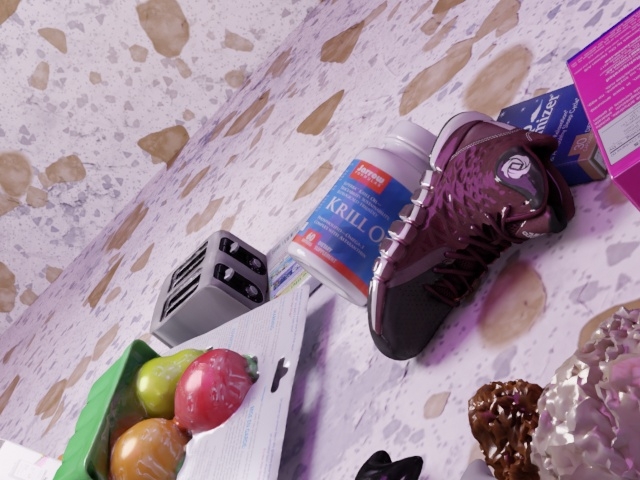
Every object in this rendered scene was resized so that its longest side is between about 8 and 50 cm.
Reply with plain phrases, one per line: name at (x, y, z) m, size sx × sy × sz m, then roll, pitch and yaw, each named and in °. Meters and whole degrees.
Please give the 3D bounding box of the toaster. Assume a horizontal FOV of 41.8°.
toaster at (-0.177, 0.095, 1.338) m, size 0.185 × 0.110 × 0.168 m, roll -40°, pitch 23°, yaw 23°

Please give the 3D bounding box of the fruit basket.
fruit basket at (-0.165, 0.236, 1.089) m, size 0.353 × 0.165 × 0.327 m, roll -22°, pitch 32°, yaw 22°

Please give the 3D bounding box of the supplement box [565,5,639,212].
supplement box at (0.305, -0.106, 0.727) m, size 0.114 × 0.111 × 0.220 m, roll -37°, pitch 26°, yaw 29°

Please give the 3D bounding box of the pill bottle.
pill bottle at (0.069, -0.039, 1.056) m, size 0.221 × 0.124 × 0.124 m, roll -54°, pitch 22°, yaw -8°

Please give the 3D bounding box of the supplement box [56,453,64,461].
supplement box at (-0.423, 0.450, 1.288) m, size 0.078 × 0.080 × 0.233 m, roll -17°, pitch 37°, yaw 55°

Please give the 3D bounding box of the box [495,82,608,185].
box at (0.245, -0.110, 0.955) m, size 0.225 × 0.036 × 0.136 m, roll -15°, pitch 41°, yaw 57°

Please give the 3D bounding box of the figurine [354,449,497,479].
figurine at (0.063, 0.258, 0.654) m, size 0.215 × 0.092 × 0.209 m, roll -15°, pitch 37°, yaw 54°

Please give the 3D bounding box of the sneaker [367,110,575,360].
sneaker at (0.159, 0.003, 0.849) m, size 0.162 × 0.106 × 0.281 m, roll 17°, pitch 84°, yaw 45°

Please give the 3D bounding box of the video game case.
video game case at (0.000, 0.000, 1.266) m, size 0.212 × 0.023 × 0.193 m, roll -44°, pitch 22°, yaw 14°

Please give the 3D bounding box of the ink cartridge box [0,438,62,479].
ink cartridge box at (-0.403, 0.356, 1.214) m, size 0.198 × 0.115 × 0.067 m, roll 14°, pitch 58°, yaw 21°

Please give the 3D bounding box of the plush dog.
plush dog at (0.198, 0.120, 0.412) m, size 0.262 × 0.225 × 0.211 m, roll -33°, pitch 27°, yaw 36°
